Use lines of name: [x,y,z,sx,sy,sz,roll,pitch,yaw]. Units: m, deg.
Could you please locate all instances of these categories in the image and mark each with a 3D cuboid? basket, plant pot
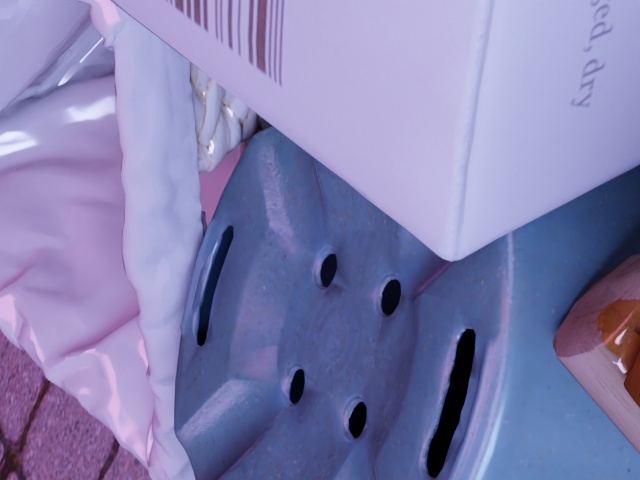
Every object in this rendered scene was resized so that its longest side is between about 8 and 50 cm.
basket: [-0.086,-0.115,1.039,0.331,0.266,0.328,38,145,35]
plant pot: [0.136,0.071,0.862,0.341,0.334,0.341,-26,59,52]

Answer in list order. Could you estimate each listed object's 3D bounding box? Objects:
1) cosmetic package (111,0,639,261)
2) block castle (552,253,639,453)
cosmetic package: [0.096,-0.265,0.723,0.329,0.393,0.327,37,140,34]
block castle: [0.305,-0.007,0.559,0.453,0.213,0.303,-41,7,4]
